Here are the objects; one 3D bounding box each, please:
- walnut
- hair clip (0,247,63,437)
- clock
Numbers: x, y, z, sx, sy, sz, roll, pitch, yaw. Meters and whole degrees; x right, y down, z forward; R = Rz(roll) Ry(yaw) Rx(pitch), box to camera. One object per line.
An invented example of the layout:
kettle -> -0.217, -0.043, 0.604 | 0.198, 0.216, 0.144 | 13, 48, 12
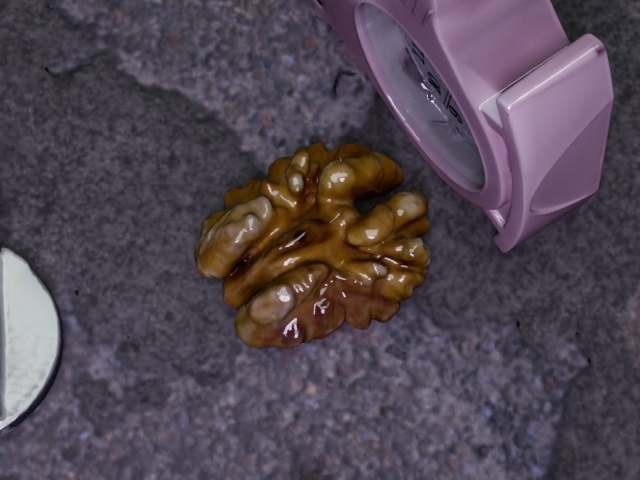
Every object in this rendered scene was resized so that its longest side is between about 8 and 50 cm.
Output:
walnut -> 0.000, 0.000, 1.016 | 0.170, 0.069, 0.143 | -32, 76, -13
hair clip -> -0.252, 0.054, 1.004 | 0.140, 0.054, 0.220 | -3, 77, -7
clock -> 0.081, -0.151, 0.952 | 0.080, 0.290, 0.275 | -34, 71, -9
